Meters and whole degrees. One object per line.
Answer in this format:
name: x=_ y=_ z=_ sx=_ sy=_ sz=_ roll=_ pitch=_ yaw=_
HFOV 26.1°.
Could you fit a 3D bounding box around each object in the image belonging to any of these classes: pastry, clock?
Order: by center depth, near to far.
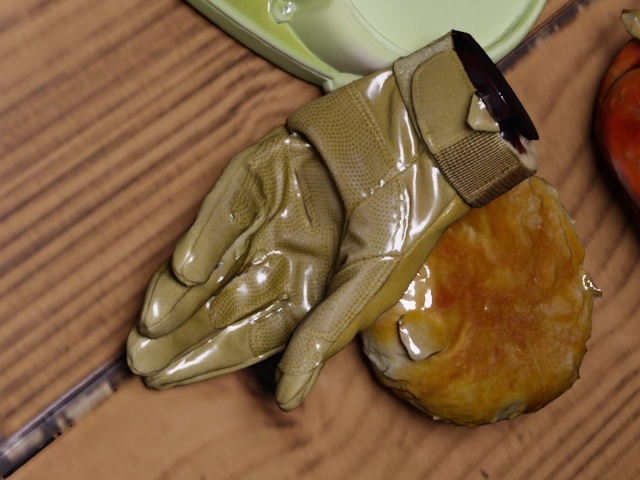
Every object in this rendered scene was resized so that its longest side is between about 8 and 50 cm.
clock: x=0.056 y=-0.242 z=1.026 sx=0.348 sy=0.117 sz=0.286 roll=37 pitch=73 yaw=-30
pastry: x=0.129 y=0.045 z=1.100 sx=0.229 sy=0.100 sz=0.218 roll=46 pitch=64 yaw=-21

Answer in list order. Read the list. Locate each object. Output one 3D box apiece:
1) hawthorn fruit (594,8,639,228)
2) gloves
hawthorn fruit: x=0.365 y=-0.099 z=1.162 sx=0.300 sy=0.275 sz=0.275 roll=39 pitch=71 yaw=-13
gloves: x=0.000 y=-0.007 z=0.969 sx=0.331 sy=0.141 sz=0.154 roll=-38 pitch=115 yaw=9
